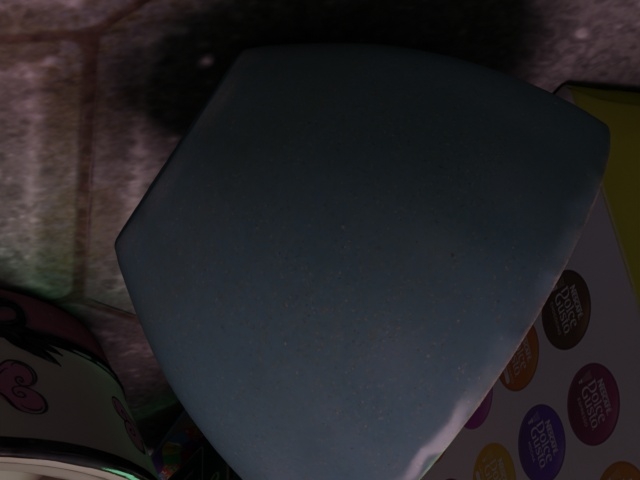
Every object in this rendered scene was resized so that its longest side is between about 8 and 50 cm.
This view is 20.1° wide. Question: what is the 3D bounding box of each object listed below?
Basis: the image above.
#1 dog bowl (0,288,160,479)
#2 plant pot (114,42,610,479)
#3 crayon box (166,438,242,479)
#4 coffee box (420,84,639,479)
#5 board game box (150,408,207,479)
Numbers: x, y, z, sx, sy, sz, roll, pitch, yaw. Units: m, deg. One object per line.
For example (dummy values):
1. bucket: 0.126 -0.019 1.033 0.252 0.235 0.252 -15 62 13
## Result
1. dog bowl: -0.318 0.168 1.312 0.408 0.150 0.408 -9 153 -5
2. plant pot: 0.000 0.000 1.029 0.195 0.290 0.290 34 141 -6
3. crayon box: -0.001 0.291 1.480 0.323 0.083 0.203 30 121 -24
4. coffee box: 0.262 0.130 1.262 0.338 0.337 0.334 4 148 -28
5. board game box: -0.070 0.188 1.534 0.133 0.033 0.168 15 131 -27
